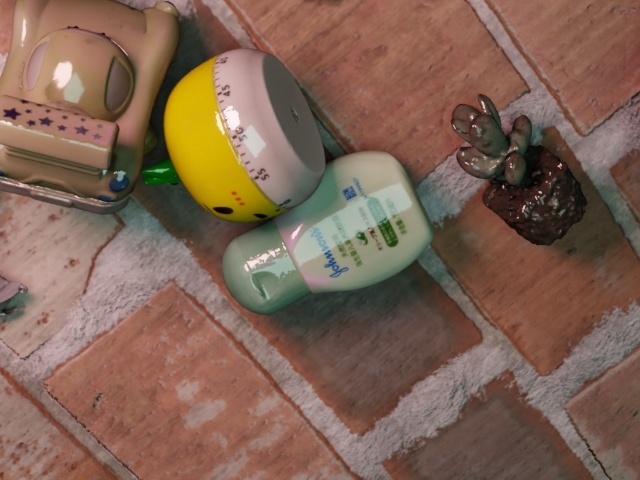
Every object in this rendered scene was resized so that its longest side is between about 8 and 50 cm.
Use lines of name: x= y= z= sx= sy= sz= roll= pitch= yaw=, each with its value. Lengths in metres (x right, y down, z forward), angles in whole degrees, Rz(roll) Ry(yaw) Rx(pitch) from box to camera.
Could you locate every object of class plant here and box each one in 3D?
plant: x=0.326 y=-0.124 z=1.503 sx=0.149 sy=0.146 sz=0.274 roll=-46 pitch=108 yaw=-6

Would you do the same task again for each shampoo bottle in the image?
shampoo bottle: x=0.000 y=0.000 z=1.495 sx=0.350 sy=0.151 sz=0.221 roll=-27 pitch=109 yaw=1

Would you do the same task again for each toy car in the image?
toy car: x=-0.345 y=-0.232 z=1.281 sx=0.242 sy=0.226 sz=0.335 roll=14 pitch=67 yaw=-8

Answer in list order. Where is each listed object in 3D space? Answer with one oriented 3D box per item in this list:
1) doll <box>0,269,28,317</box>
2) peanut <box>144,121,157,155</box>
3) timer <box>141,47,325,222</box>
doll: x=-0.583 y=0.089 z=1.489 sx=0.195 sy=0.062 sz=0.104 roll=-6 pitch=105 yaw=1
peanut: x=-0.353 y=-0.191 z=1.429 sx=0.193 sy=0.089 sz=0.089 roll=15 pitch=103 yaw=-12
timer: x=-0.155 y=-0.142 z=1.389 sx=0.285 sy=0.285 sz=0.285 roll=-2 pitch=106 yaw=-7
